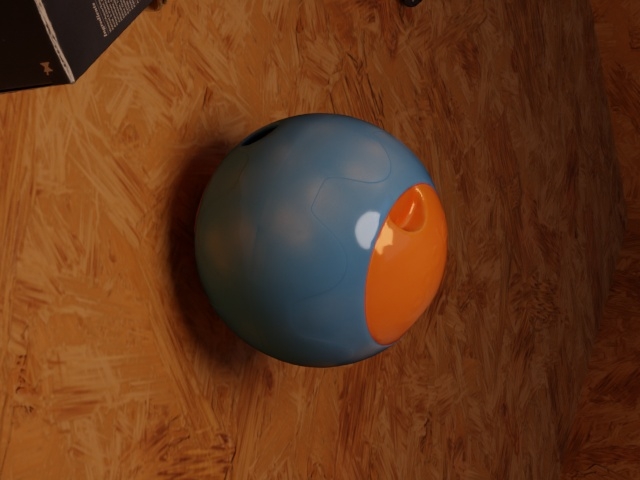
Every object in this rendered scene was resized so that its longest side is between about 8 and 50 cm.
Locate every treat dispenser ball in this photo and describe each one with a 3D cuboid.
[{"bbox_3d":[0.000,0.000,1.499,0.288,0.288,0.288,-4,90,-66],"label":"treat dispenser ball"}]

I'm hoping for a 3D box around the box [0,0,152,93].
[{"bbox_3d":[-0.248,-0.219,1.141,0.207,0.153,0.108,-62,141,-51],"label":"box"}]

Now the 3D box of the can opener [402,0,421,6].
[{"bbox_3d":[0.129,-0.467,2.160,0.059,0.073,0.186,-36,125,-16],"label":"can opener"}]

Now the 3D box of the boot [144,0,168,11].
[{"bbox_3d":[-0.173,-0.338,1.387,0.262,0.095,0.203,2,84,-59],"label":"boot"}]
